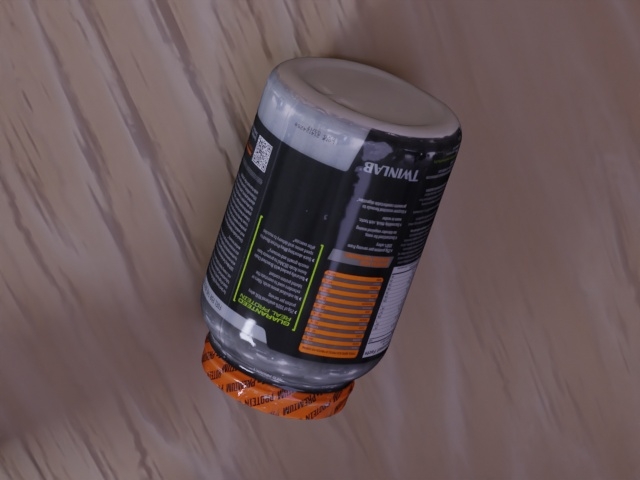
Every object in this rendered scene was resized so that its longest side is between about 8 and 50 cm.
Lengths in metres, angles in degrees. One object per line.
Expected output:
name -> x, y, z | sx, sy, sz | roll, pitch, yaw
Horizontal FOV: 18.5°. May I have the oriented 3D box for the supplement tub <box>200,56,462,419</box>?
supplement tub -> 0.000, 0.000, 1.132 | 0.117, 0.117, 0.190 | 9, 114, -24
